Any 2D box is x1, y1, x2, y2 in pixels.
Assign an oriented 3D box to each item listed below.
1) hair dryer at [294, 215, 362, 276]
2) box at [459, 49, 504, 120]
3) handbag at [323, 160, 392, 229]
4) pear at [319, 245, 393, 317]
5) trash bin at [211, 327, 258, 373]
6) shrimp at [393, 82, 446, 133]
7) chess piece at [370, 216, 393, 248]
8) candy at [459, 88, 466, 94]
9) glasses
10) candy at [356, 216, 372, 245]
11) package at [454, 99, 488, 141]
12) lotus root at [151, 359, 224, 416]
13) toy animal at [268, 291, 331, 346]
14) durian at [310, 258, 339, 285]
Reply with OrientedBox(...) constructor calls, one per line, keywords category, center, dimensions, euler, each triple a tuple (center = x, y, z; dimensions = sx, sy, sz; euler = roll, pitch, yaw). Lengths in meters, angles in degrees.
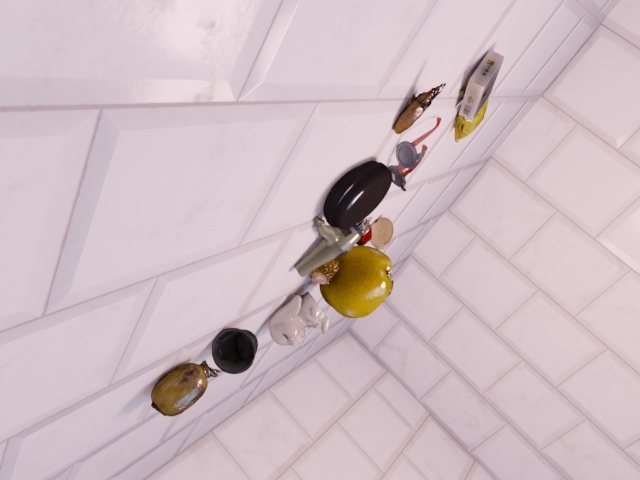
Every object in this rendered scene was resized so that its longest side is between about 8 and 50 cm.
OrientedBox(category="hair dryer", center=(-0.011, 0.028, 1.920), dimensions=(0.296, 0.119, 0.298), euler=(-48, 148, 23))
OrientedBox(category="box", center=(0.612, -0.588, 1.920), dimensions=(0.155, 0.067, 0.243), euler=(-56, 166, -12))
OrientedBox(category="handbag", center=(0.136, -0.154, 1.767), dimensions=(0.308, 0.093, 0.253), euler=(-31, 153, -42))
OrientedBox(category="pear", center=(0.126, 0.168, 2.258), dimensions=(0.192, 0.340, 0.387), euler=(25, 144, -35))
OrientedBox(category="trash bin", center=(-0.319, 0.421, 1.967), dimensions=(0.175, 0.175, 0.161), euler=(-46, 173, 3))
OrientedBox(category="shrimp", center=(0.317, -0.439, 1.612), dimensions=(0.117, 0.066, 0.262), euler=(-51, -175, -38))
OrientedBox(category="chess piece", center=(0.309, -0.012, 2.533), dimensions=(0.124, 0.138, 0.307), euler=(-13, 168, 5))
OrientedBox(category="candy", center=(0.552, -0.571, 1.949), dimensions=(0.025, 0.023, 0.083), euler=(-58, 171, 14))
OrientedBox(category="glasses", center=(0.388, -0.337, 1.934), dimensions=(0.268, 0.118, 0.234), euler=(-37, 160, -26))
OrientedBox(category="candy", center=(0.196, -0.032, 2.297), dimensions=(0.086, 0.059, 0.292), euler=(-40, 162, -13))
OrientedBox(category="package", center=(0.644, -0.527, 2.148), dimensions=(0.168, 0.090, 0.226), euler=(-46, 167, -11))
OrientedBox(category="lotus root", center=(-0.484, 0.518, 1.817), dimensions=(0.278, 0.154, 0.154), euler=(-34, 160, -28))
OrientedBox(category="toy animal", center=(-0.113, 0.375, 2.317), dimensions=(0.265, 0.206, 0.271), euler=(-36, 148, -3))
OrientedBox(category="durian", center=(-0.005, 0.139, 2.199), dimensions=(0.224, 0.078, 0.140), euler=(-32, -150, 53))
